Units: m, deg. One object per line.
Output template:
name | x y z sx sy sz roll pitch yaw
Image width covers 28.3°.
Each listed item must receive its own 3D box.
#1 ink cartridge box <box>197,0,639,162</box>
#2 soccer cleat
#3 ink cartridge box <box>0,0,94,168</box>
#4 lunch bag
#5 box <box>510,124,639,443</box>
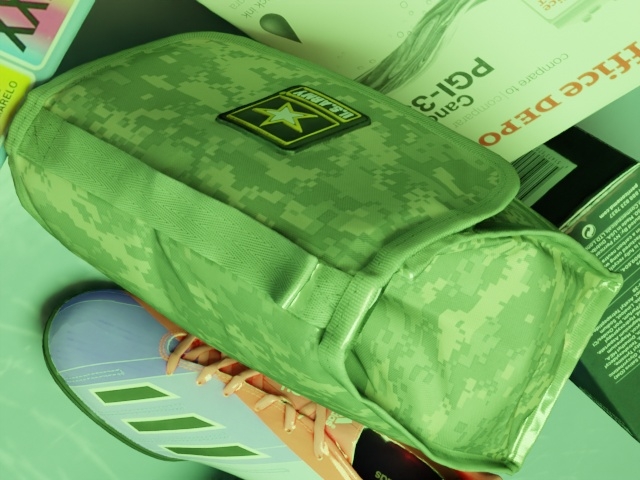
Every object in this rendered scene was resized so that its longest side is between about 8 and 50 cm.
ink cartridge box | 0.068 -0.179 0.734 0.283 0.117 0.207 31 136 -30
soccer cleat | -0.027 0.112 0.824 0.318 0.116 0.108 31 58 -7
ink cartridge box | -0.340 -0.118 0.585 0.395 0.151 0.270 23 102 -39
lunch bag | 0.000 0.000 0.691 0.287 0.235 0.169 23 95 -59
box | 0.190 0.022 0.904 0.108 0.153 0.207 -40 120 -2
